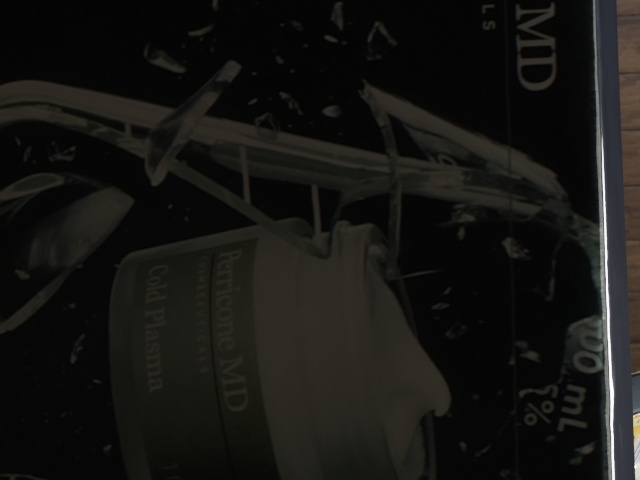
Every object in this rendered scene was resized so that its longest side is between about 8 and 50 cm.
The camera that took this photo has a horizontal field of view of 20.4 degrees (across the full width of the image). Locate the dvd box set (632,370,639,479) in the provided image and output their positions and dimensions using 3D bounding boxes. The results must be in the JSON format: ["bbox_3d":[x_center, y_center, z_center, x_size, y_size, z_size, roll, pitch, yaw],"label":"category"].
[{"bbox_3d":[0.252,0.346,2.022,0.307,0.062,0.420,-11,131,-42],"label":"dvd box set"}]

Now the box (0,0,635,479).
[{"bbox_3d":[-0.054,-0.010,1.081,0.297,0.472,0.480,16,72,-79],"label":"box"}]
